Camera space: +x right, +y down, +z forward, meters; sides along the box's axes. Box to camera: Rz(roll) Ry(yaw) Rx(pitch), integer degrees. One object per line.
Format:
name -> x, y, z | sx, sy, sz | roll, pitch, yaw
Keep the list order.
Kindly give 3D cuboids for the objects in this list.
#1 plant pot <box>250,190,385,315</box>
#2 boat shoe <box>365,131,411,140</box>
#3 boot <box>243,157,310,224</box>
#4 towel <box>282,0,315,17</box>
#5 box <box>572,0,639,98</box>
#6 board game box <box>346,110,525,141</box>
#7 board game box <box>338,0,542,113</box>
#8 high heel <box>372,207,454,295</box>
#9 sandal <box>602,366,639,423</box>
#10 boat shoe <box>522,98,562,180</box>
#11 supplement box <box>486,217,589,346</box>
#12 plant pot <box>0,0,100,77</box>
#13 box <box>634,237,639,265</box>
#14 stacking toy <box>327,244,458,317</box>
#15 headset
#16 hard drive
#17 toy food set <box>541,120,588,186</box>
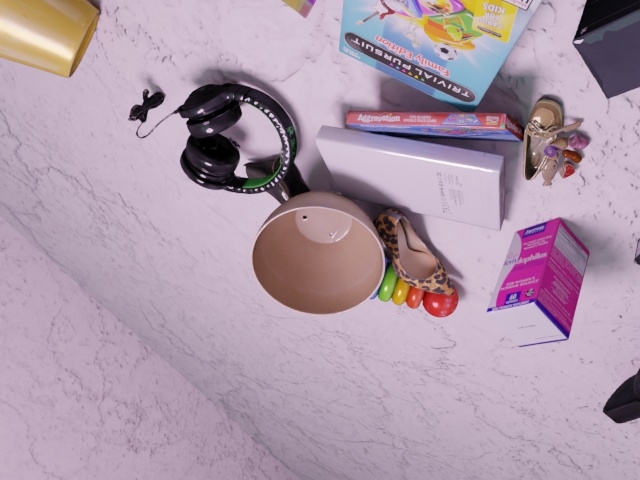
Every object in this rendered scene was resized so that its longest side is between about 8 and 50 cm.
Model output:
plant pot -> 0.000, 0.000, 1.309 | 0.284, 0.191, 0.284 | 2, 123, 4
boat shoe -> 0.124, -0.189, 1.186 | 0.125, 0.038, 0.046 | 12, 142, 26
boot -> -0.099, -0.115, 1.438 | 0.137, 0.077, 0.198 | 5, 125, 40
towel -> -0.033, -0.433, 1.023 | 0.060, 0.009, 0.083 | 37, 145, -7
box -> 0.447, -0.296, 0.668 | 0.261, 0.184, 0.103 | -16, 124, 49
board game box -> 0.202, -0.203, 1.039 | 0.281, 0.145, 0.027 | 8, 95, 30
board game box -> 0.161, -0.334, 0.834 | 0.253, 0.079, 0.336 | 28, 167, 6
high heel -> 0.219, 0.034, 1.310 | 0.261, 0.093, 0.186 | 40, 167, -1
sandal -> 0.710, 0.267, 1.218 | 0.107, 0.167, 0.446 | 42, 149, 15
boat shoe -> 0.375, -0.170, 1.006 | 0.056, 0.048, 0.153 | 19, 145, 17
supplement box -> 0.424, 0.080, 1.136 | 0.114, 0.220, 0.111 | 44, 144, -16
plant pot -> -0.611, -0.474, 1.233 | 0.239, 0.254, 0.254 | 25, 149, -21
box -> 0.694, -0.006, 0.958 | 0.216, 0.060, 0.270 | 27, 146, 7
stacking toy -> 0.177, 0.108, 1.451 | 0.330, 0.141, 0.141 | 21, 145, 9
headset -> -0.239, -0.250, 1.319 | 0.394, 0.185, 0.243 | 14, 127, 8
hard drive -> 0.184, -0.122, 1.168 | 0.353, 0.047, 0.233 | 14, 160, 23
toy food set -> 0.420, -0.143, 1.004 | 0.078, 0.019, 0.122 | -20, 137, 3
